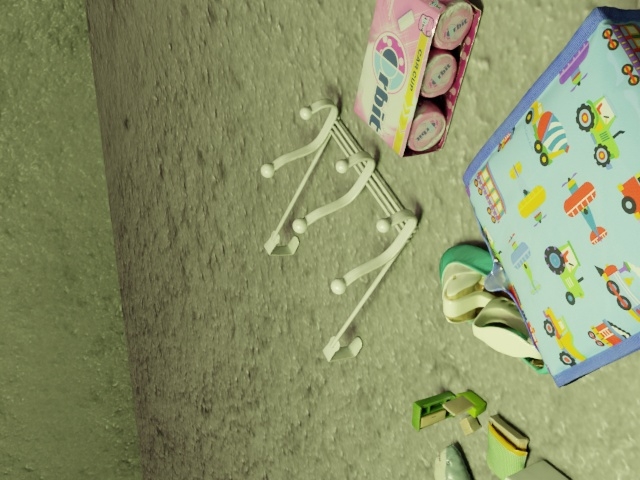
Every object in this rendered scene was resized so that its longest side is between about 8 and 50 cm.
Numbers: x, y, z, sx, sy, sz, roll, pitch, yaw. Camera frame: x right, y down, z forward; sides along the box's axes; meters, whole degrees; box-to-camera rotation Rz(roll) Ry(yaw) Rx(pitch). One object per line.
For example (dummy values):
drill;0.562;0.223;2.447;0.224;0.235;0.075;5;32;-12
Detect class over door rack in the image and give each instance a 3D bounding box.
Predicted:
over door rack;0.000;0.000;1.165;0.239;0.108;0.324;59;148;31

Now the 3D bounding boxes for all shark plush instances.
shark plush;0.188;0.342;1.033;0.067;0.073;0.161;-46;52;23

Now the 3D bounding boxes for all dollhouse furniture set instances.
dollhouse furniture set;0.179;0.237;0.992;0.152;0.058;0.076;37;133;50

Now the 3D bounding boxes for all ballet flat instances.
ballet flat;0.184;0.068;0.879;0.247;0.087;0.083;32;130;53

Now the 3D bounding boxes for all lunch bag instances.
lunch bag;0.228;-0.015;0.688;0.293;0.138;0.221;-47;61;53

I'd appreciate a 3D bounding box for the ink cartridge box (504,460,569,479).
ink cartridge box;0.262;0.325;0.874;0.150;0.063;0.109;33;130;51

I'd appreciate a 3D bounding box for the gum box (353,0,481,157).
gum box;0.106;-0.203;0.926;0.107;0.062;0.188;51;143;39
